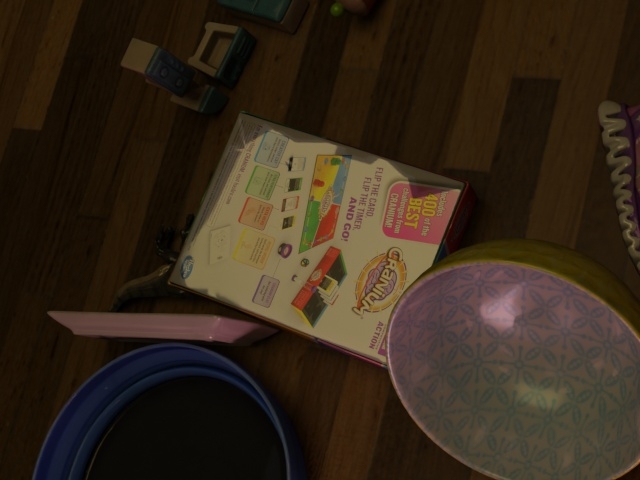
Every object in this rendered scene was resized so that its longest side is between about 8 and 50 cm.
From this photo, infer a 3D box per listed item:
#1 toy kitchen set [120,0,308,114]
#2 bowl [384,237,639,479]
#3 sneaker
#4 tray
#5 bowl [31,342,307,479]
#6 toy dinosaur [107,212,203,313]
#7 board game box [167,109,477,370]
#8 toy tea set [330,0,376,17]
[{"bbox_3d":[-0.143,-0.283,1.570,0.122,0.166,0.207,22,85,33],"label":"toy kitchen set"},{"bbox_3d":[0.229,0.104,1.215,0.289,0.289,0.156,1,30,29],"label":"bowl"},{"bbox_3d":[0.371,-0.055,1.255,0.105,0.095,0.236,-12,66,17],"label":"sneaker"},{"bbox_3d":[-0.202,0.114,1.477,0.270,0.145,0.030,-1,79,29],"label":"tray"},{"bbox_3d":[-0.189,0.324,1.436,0.391,0.077,0.391,-10,69,26],"label":"bowl"},{"bbox_3d":[-0.187,0.032,1.550,0.268,0.064,0.118,-9,75,30],"label":"toy dinosaur"},{"bbox_3d":[0.000,0.000,1.417,0.316,0.064,0.242,20,83,22],"label":"board game box"},{"bbox_3d":[-0.069,-0.401,1.557,0.336,0.200,0.124,37,84,28],"label":"toy tea set"}]
